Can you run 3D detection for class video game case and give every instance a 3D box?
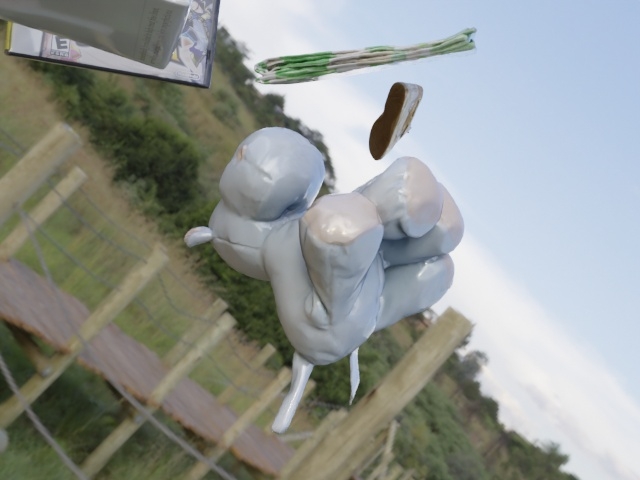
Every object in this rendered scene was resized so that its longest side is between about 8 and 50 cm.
[{"bbox_3d":[-0.264,-0.348,1.069,0.275,0.248,0.035,4,8,-29],"label":"video game case"}]

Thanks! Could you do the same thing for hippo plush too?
[{"bbox_3d":[0.000,0.000,0.893,0.234,0.294,0.236,-14,42,-40],"label":"hippo plush"}]

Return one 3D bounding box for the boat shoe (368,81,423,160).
[{"bbox_3d":[0.139,-0.211,1.442,0.063,0.059,0.170,62,-34,30],"label":"boat shoe"}]

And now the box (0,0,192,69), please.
[{"bbox_3d":[-0.169,-0.215,0.542,0.182,0.119,0.181,16,-5,-15],"label":"box"}]

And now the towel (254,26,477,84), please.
[{"bbox_3d":[0.079,-0.284,1.248,0.248,0.325,0.038,-45,127,-76],"label":"towel"}]
